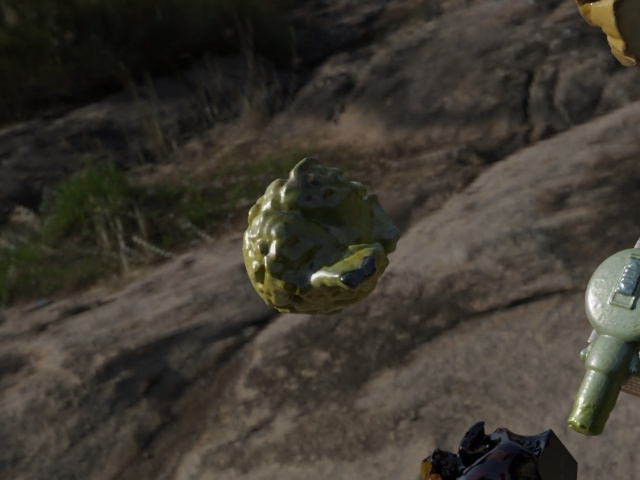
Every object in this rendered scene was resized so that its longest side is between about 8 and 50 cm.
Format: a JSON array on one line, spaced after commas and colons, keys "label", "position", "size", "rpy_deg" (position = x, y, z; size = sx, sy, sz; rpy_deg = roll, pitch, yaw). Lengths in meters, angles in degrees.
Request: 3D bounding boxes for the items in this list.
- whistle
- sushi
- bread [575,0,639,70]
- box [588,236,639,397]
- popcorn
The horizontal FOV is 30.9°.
[{"label": "whistle", "position": [0.296, 0.099, 1.158], "size": [0.104, 0.057, 0.198], "rpy_deg": [19, 78, 43]}, {"label": "sushi", "position": [0.265, 0.414, 1.866], "size": [0.227, 0.212, 0.215], "rpy_deg": [-21, 35, 31]}, {"label": "bread", "position": [0.308, -0.227, 0.892], "size": [0.224, 0.183, 0.211], "rpy_deg": [-12, 52, 48]}, {"label": "box", "position": [0.606, 0.082, 1.528], "size": [0.385, 0.122, 0.345], "rpy_deg": [18, 66, 31]}, {"label": "popcorn", "position": [0.001, 0.004, 1.998], "size": [0.292, 0.237, 0.293], "rpy_deg": [-6, 61, 12]}]
